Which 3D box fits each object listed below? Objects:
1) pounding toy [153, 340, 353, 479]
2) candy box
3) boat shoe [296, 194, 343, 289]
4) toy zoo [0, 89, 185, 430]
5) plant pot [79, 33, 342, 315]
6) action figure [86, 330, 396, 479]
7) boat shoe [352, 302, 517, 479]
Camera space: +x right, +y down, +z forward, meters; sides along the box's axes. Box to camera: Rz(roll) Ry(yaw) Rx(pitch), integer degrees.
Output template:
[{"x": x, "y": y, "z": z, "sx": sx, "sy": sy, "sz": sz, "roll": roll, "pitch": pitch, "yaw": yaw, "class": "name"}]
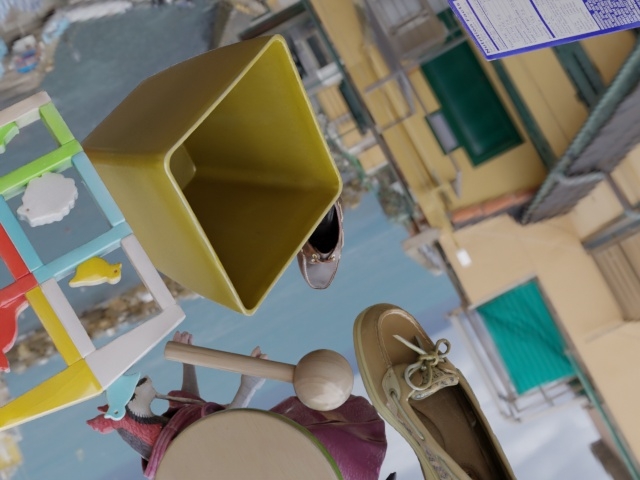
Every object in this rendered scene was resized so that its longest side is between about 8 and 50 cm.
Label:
[{"x": -0.048, "y": 0.206, "z": 0.875, "sx": 0.182, "sy": 0.237, "sz": 0.110, "roll": 4, "pitch": -176, "yaw": 17, "class": "pounding toy"}, {"x": 0.353, "y": -0.357, "z": 1.182, "sx": 0.268, "sy": 0.122, "sz": 0.317, "roll": -44, "pitch": -158, "yaw": -23, "class": "candy box"}, {"x": 0.000, "y": 0.000, "z": 1.549, "sx": 0.073, "sy": 0.073, "sz": 0.207, "roll": -4, "pitch": 125, "yaw": -7, "class": "boat shoe"}, {"x": -0.254, "y": 0.033, "z": 0.856, "sx": 0.192, "sy": 0.293, "sz": 0.030, "roll": -30, "pitch": 175, "yaw": -17, "class": "toy zoo"}, {"x": -0.132, "y": -0.075, "z": 1.036, "sx": 0.187, "sy": 0.212, "sz": 0.212, "roll": 7, "pitch": -133, "yaw": 35, "class": "plant pot"}, {"x": -0.103, "y": 0.259, "z": 1.188, "sx": 0.370, "sy": 0.276, "sz": 0.248, "roll": 8, "pitch": 177, "yaw": -13, "class": "action figure"}, {"x": 0.135, "y": 0.187, "z": 1.048, "sx": 0.104, "sy": 0.285, "sz": 0.089, "roll": -24, "pitch": 168, "yaw": -32, "class": "boat shoe"}]
